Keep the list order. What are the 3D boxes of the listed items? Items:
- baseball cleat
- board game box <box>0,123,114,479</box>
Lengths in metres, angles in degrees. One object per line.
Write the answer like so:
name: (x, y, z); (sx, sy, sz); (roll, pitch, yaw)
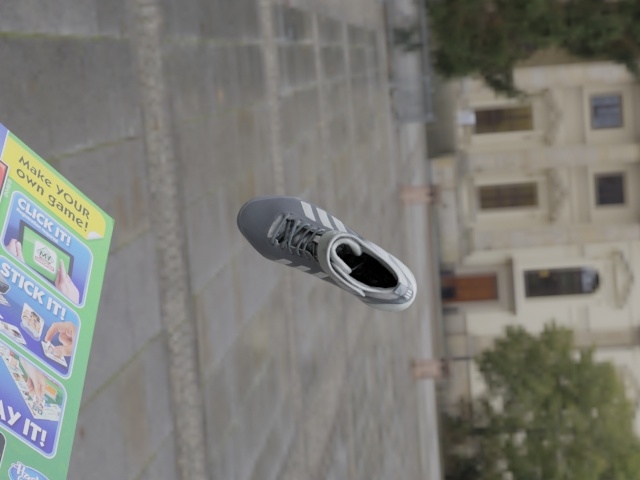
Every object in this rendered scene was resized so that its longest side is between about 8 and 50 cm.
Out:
baseball cleat: (0.000, 0.000, 1.293); (0.072, 0.206, 0.109); (-63, 160, -8)
board game box: (-0.231, -0.024, 0.609); (0.317, 0.046, 0.213); (43, 31, -32)
